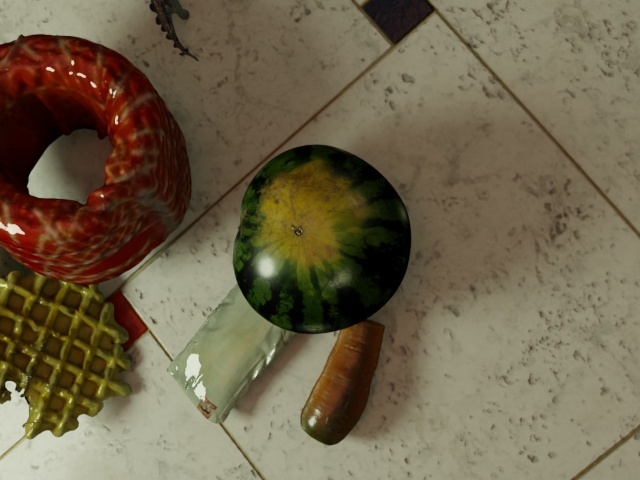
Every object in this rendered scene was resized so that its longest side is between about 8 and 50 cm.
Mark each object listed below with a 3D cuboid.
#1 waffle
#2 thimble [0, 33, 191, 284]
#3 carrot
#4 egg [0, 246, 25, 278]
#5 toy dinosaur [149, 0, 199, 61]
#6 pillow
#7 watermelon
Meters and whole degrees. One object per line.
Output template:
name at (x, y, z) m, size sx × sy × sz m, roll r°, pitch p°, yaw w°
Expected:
waffle at (-0.417, 0.167, 1.563) m, size 0.250 × 0.056 × 0.261 m, roll -20°, pitch 88°, yaw -29°
thimble at (-0.369, -0.122, 1.507) m, size 0.350 × 0.230 × 0.350 m, roll -2°, pitch 70°, yaw 4°
carrot at (0.038, 0.206, 1.506) m, size 0.087 × 0.087 × 0.193 m, roll 26°, pitch 88°, yaw 13°
egg at (-0.526, 0.071, 1.618) m, size 0.131 × 0.131 × 0.164 m, roll 18°, pitch 70°, yaw 13°
toy dinosaur at (-0.244, -0.369, 1.612) m, size 0.039 × 0.082 × 0.209 m, roll -27°, pitch 82°, yaw 16°
pillow at (-0.127, 0.157, 1.560) m, size 0.128 × 0.051 × 0.229 m, roll 41°, pitch 93°, yaw 19°
watermelon at (0.001, -0.001, 1.445) m, size 0.269 × 0.269 × 0.269 m, roll -1°, pitch 86°, yaw 12°
